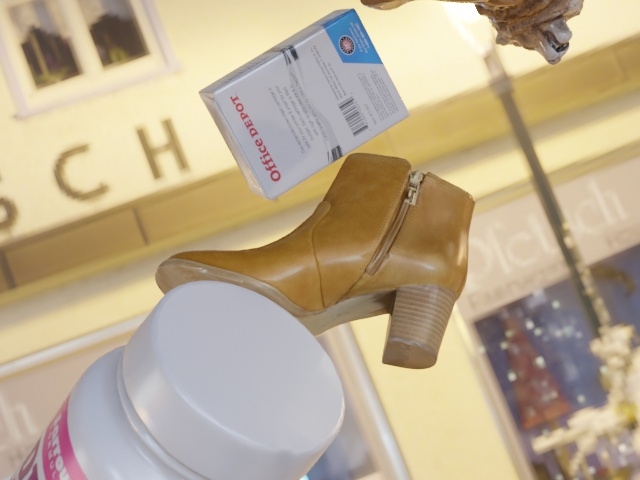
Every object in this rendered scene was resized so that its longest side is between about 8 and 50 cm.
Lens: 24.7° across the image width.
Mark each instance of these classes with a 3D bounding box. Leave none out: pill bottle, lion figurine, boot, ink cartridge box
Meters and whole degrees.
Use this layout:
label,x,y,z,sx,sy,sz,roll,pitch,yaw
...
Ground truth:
label,x,y,z,sx,sy,sz,roll,pitch,yaw
pill bottle,-0.114,0.167,0.945,0.160,0.160,0.283,-9,-36,-50
lion figurine,0.158,-0.318,1.720,0.392,0.142,0.240,7,-18,-22
boot,0.001,0.000,1.441,0.295,0.211,0.104,15,-33,-4
ink cartridge box,-0.021,-0.163,1.737,0.203,0.148,0.086,-31,16,-11
